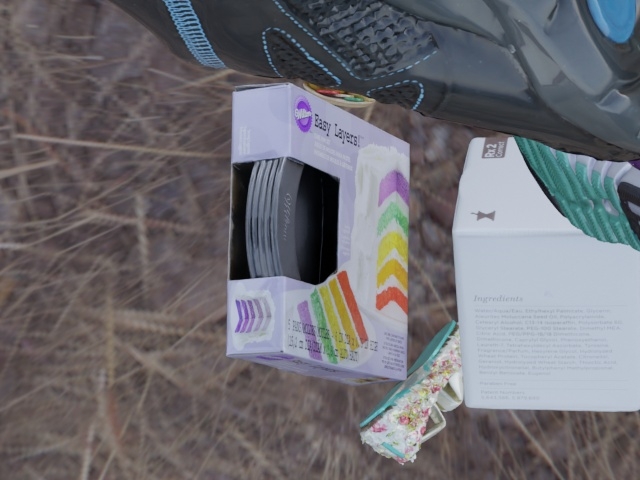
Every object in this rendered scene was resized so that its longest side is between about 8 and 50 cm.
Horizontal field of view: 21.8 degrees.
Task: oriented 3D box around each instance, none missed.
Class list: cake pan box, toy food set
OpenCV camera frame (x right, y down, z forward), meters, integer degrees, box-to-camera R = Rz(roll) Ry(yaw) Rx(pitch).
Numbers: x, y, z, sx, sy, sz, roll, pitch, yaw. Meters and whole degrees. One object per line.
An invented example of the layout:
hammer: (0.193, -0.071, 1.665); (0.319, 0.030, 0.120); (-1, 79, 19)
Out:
cake pan box: (0.000, 0.000, 1.545); (0.070, 0.267, 0.246); (-6, 76, 27)
toy food set: (0.021, -0.162, 1.777); (0.083, 0.082, 0.020); (30, 116, 42)

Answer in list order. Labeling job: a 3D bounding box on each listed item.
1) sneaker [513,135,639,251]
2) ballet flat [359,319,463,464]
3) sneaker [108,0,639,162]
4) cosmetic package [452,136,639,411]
sneaker: (0.203, -0.048, 1.028); (0.098, 0.223, 0.083); (-33, 118, -9)
ballet flat: (0.123, 0.185, 1.960); (0.077, 0.241, 0.091); (46, 133, 0)
sneaker: (0.022, -0.109, 0.601); (0.139, 0.341, 0.125); (-13, 65, 41)
cosmetic package: (0.197, 0.027, 1.403); (0.151, 0.151, 0.184); (0, 124, 11)
